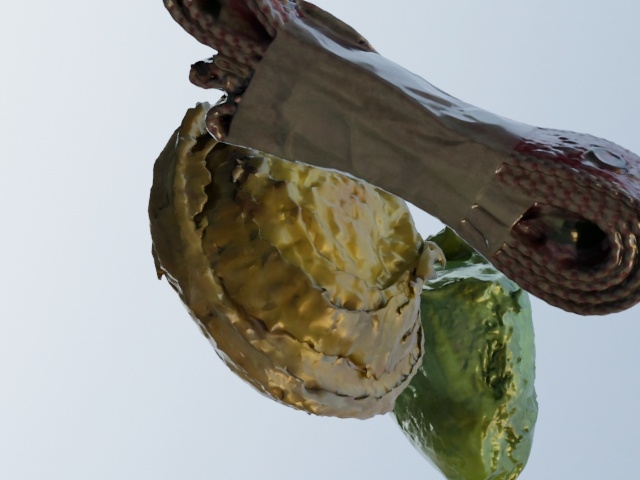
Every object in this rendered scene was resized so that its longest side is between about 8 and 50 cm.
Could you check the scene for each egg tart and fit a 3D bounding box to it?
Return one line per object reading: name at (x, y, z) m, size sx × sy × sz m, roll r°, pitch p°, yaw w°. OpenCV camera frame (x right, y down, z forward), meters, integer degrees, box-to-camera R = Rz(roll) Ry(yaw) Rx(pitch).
egg tart at (0.000, 0.000, 0.954) m, size 0.107 × 0.291 × 0.290 m, roll -39°, pitch -132°, yaw 32°

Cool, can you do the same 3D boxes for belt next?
belt at (0.036, -0.044, 0.514) m, size 0.232 × 0.053 × 0.071 m, roll 31°, pitch -58°, yaw 8°

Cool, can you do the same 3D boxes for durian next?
durian at (0.159, 0.137, 1.508) m, size 0.205 × 0.256 × 0.339 m, roll -2°, pitch -99°, yaw -8°
